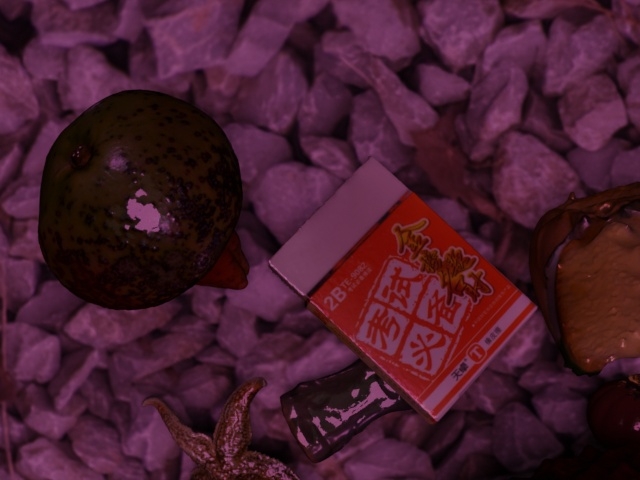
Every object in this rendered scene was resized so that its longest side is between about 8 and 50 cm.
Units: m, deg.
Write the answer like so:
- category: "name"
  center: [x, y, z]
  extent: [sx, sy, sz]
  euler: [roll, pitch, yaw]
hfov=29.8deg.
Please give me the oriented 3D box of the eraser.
- category: "eraser"
  center: [0.081, 0.048, 1.199]
  extent: [0.230, 0.038, 0.157]
  euler: [43, 77, 5]

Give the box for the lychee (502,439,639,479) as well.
- category: "lychee"
  center: [0.303, 0.398, 1.107]
  extent: [0.500, 0.425, 0.424]
  euler: [15, 98, -39]

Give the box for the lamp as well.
- category: "lamp"
  center: [0.322, 0.181, 1.227]
  extent: [0.101, 0.101, 0.090]
  euler: [5, 110, -2]

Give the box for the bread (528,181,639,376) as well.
- category: "bread"
  center: [0.289, 0.007, 1.190]
  extent: [0.174, 0.133, 0.251]
  euler: [-19, 140, 3]

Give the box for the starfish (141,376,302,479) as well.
- category: "starfish"
  center: [-0.100, 0.237, 1.239]
  extent: [0.223, 0.050, 0.216]
  euler: [38, 116, 12]

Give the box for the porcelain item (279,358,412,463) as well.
- category: "porcelain item"
  center: [0.067, 0.142, 1.233]
  extent: [0.216, 0.069, 0.081]
  euler: [-30, 79, 3]

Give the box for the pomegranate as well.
- category: "pomegranate"
  center: [-0.153, -0.019, 1.162]
  extent: [0.214, 0.214, 0.248]
  euler: [-43, 129, 4]
